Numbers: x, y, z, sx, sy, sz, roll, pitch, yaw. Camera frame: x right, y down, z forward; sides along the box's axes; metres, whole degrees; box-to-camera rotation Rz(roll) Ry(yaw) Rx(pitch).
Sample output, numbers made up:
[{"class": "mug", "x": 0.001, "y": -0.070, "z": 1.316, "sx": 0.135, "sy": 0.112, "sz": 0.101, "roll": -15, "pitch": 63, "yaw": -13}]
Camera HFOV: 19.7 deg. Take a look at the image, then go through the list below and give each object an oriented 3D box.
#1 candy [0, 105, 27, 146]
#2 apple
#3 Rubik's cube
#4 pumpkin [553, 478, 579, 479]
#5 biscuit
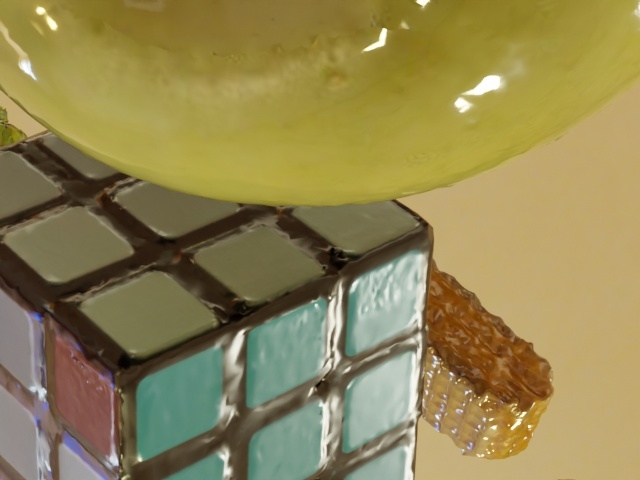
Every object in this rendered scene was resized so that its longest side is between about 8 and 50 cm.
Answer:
[{"class": "candy", "x": -0.166, "y": -0.073, "z": 0.887, "sx": 0.035, "sy": 0.123, "sz": 0.035, "roll": -30, "pitch": 152, "yaw": 21}, {"class": "apple", "x": -0.001, "y": -0.158, "z": 0.557, "sx": 0.292, "sy": 0.292, "sz": 0.254, "roll": -11, "pitch": -159, "yaw": 22}, {"class": "Rubik's cube", "x": -0.064, "y": 0.048, "z": 0.774, "sx": 0.160, "sy": 0.162, "sz": 0.163, "roll": -25, "pitch": -136, "yaw": -34}, {"class": "pumpkin", "x": 0.195, "y": 0.304, "z": 1.420, "sx": 0.250, "sy": 0.250, "sz": 0.216, "roll": -16, "pitch": -138, "yaw": -1}, {"class": "biscuit", "x": 0.000, "y": 0.000, "z": 1.224, "sx": 0.054, "sy": 0.379, "sz": 0.094, "roll": -39, "pitch": 159, "yaw": -25}]
